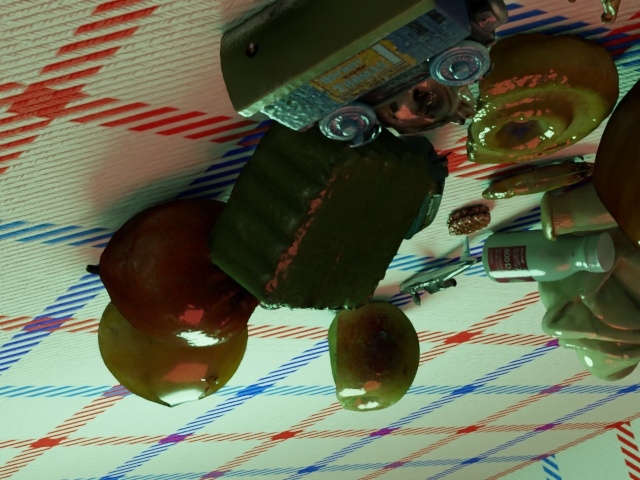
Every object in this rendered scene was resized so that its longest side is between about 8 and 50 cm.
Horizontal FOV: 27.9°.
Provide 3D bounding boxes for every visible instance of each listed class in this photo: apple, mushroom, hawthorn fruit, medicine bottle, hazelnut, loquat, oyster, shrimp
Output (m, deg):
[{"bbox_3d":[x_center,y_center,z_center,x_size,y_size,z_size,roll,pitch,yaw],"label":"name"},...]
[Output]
[{"bbox_3d":[0.102,0.221,2.466,0.174,0.188,0.207,-19,155,25],"label":"apple"},{"bbox_3d":[0.480,-0.066,2.113,0.247,0.108,0.096,-16,122,1],"label":"mushroom"},{"bbox_3d":[-0.210,0.042,1.843,0.261,0.224,0.224,2,165,25],"label":"hawthorn fruit"},{"bbox_3d":[0.388,0.025,2.198,0.217,0.090,0.090,-4,168,38],"label":"medicine bottle"},{"bbox_3d":[0.543,-0.113,1.735,0.366,0.365,0.366,-12,158,-5],"label":"hazelnut"},{"bbox_3d":[-0.230,0.144,2.026,0.235,0.235,0.235,-12,158,-5],"label":"loquat"},{"bbox_3d":[0.116,-0.183,1.658,0.166,0.053,0.108,-17,141,35],"label":"oyster"},{"bbox_3d":[0.347,-0.096,2.038,0.190,0.042,0.101,-14,179,-1],"label":"shrimp"}]

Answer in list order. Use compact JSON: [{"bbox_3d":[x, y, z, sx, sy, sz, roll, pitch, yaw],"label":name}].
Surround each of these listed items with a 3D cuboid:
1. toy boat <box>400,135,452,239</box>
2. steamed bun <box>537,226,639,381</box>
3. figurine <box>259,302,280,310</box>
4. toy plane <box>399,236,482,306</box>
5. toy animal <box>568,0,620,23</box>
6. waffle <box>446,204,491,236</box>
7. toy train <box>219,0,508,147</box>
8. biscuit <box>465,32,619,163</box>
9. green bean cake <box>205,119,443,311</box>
[{"bbox_3d":[0.128,-0.065,1.905,0.103,0.093,0.246,-17,159,-10],"label":"toy boat"},{"bbox_3d":[0.534,0.093,2.276,0.268,0.280,0.207,31,137,-33],"label":"steamed bun"},{"bbox_3d":[-0.083,0.074,2.186,0.072,0.054,0.129,-28,151,-3],"label":"figurine"},{"bbox_3d":[0.213,0.065,2.324,0.226,0.058,0.226,-17,165,-38],"label":"toy plane"},{"bbox_3d":[0.364,-0.306,1.505,0.241,0.056,0.099,-11,158,-5],"label":"toy animal"},{"bbox_3d":[0.248,-0.031,2.148,0.075,0.029,0.083,-10,160,-8],"label":"waffle"},{"bbox_3d":[0.048,-0.221,1.447,0.300,0.131,0.202,-28,147,30],"label":"toy train"},{"bbox_3d":[0.294,-0.183,1.720,0.213,0.091,0.274,-13,156,3],"label":"biscuit"},{"bbox_3d":[0.002,-0.040,1.713,0.247,0.156,0.250,4,118,-51],"label":"green bean cake"}]
